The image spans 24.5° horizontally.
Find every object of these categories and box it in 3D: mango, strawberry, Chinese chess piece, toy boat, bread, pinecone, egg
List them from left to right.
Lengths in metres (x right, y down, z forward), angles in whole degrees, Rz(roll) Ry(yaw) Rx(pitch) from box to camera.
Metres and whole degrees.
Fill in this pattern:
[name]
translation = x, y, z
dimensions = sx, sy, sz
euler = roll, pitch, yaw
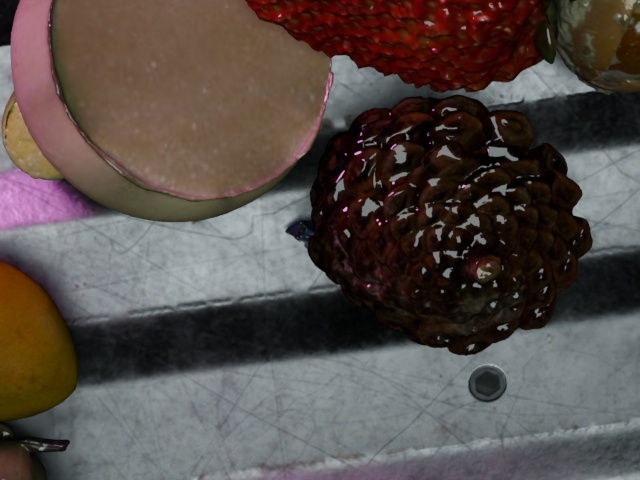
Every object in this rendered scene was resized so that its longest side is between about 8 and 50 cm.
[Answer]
[mango]
translation = -0.425, 0.113, 1.618
dimensions = 0.317, 0.173, 0.211
euler = 4, 94, -11
[bread]
translation = -0.289, -0.126, 1.605
dimensions = 0.111, 0.114, 0.129
euler = -28, 98, 10
[Chinese chess piece]
translation = -0.149, -0.187, 1.523
dimensions = 0.338, 0.140, 0.338
euler = 3, 84, -27
[toy boat]
translation = 0.000, 0.000, 1.682
dimensions = 0.083, 0.038, 0.038
euler = 19, 100, -6
[strawberry]
translation = 0.088, -0.295, 1.432
dimensions = 0.351, 0.312, 0.267
euler = 3, 67, -11
[pinecone]
translation = 0.131, -0.025, 1.557
dimensions = 0.242, 0.296, 0.298
euler = -42, 123, -21
[egg]
translation = 0.326, -0.269, 1.559
dimensions = 0.194, 0.195, 0.233
euler = 0, 119, -3

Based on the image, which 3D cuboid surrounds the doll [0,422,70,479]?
[doll]
translation = -0.447, 0.290, 1.649
dimensions = 0.329, 0.235, 0.174
euler = -1, 72, -11
